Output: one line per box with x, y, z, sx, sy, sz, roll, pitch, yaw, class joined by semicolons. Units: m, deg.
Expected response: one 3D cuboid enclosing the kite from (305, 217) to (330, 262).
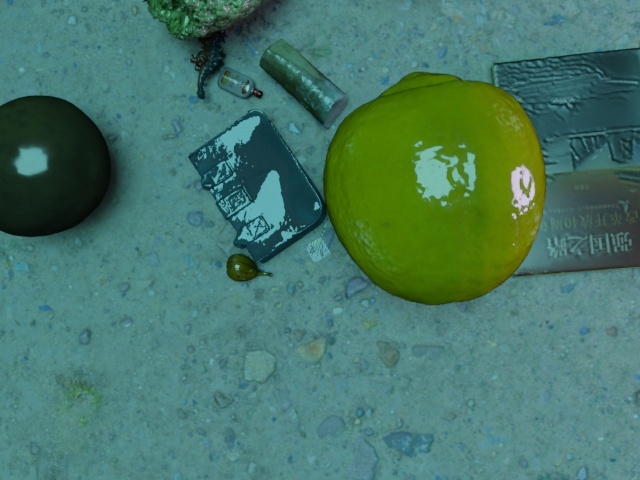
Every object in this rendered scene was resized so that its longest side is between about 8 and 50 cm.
0.005;0.004;1.048;0.044;0.002;0.078;39;92;6;kite

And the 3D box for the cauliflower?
-0.196;-0.483;0.966;0.272;0.250;0.275;-38;64;1;cauliflower

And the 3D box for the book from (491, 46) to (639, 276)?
0.440;-0.134;1.002;0.262;0.028;0.375;-5;86;4;book

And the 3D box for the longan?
-0.481;-0.123;1.001;0.247;0.248;0.249;0;87;5;longan

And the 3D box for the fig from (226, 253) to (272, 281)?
-0.125;0.052;1.038;0.083;0.050;0.050;14;89;-8;fig

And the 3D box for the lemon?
0.168;-0.076;0.880;0.347;0.348;0.349;0;87;5;lemon

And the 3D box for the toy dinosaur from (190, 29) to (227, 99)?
-0.201;-0.326;1.061;0.055;0.049;0.154;12;81;1;toy dinosaur

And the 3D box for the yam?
-0.029;-0.279;1.034;0.169;0.068;0.068;44;92;5;yam

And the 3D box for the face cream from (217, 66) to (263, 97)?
-0.144;-0.281;1.067;0.083;0.021;0.040;26;91;6;face cream

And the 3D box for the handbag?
-0.111;-0.091;1.038;0.179;0.062;0.229;-35;85;6;handbag
